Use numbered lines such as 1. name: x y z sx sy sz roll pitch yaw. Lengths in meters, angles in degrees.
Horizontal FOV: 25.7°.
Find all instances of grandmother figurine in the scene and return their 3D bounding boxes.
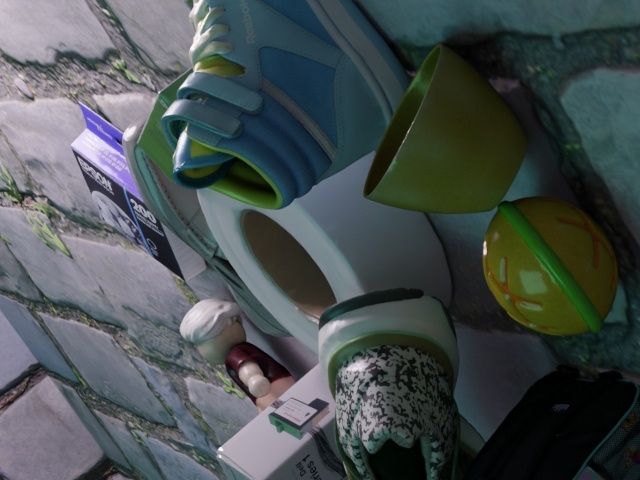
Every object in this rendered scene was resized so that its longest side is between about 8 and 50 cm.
1. grandmother figurine: -0.065 0.205 1.875 0.342 0.104 0.208 45 171 23

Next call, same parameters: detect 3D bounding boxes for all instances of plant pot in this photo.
1. plant pot: 0.106 -0.074 1.098 0.095 0.134 0.134 25 159 -6

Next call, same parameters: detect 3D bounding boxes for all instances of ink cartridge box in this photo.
1. ink cartridge box: -0.112 -0.141 1.410 0.062 0.109 0.209 48 159 2
2. ink cartridge box: 0.003 0.252 1.680 0.092 0.219 0.160 29 150 44
3. ink cartridge box: -0.256 -0.064 1.909 0.206 0.045 0.208 34 152 36

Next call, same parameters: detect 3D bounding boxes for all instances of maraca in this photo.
1. maraca: 0.184 0.022 1.125 0.127 0.099 0.186 57 -175 9

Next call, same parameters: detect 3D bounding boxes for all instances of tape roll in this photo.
1. tape roll: 0.000 0.000 1.436 0.286 0.100 0.286 40 157 21

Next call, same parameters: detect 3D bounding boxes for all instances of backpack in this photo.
1. backpack: 0.217 0.222 1.255 0.144 0.188 0.166 57 157 -17

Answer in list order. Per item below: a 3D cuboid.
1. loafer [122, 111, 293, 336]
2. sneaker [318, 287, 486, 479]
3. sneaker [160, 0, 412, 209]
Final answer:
1. loafer: -0.101 -0.019 1.605 0.319 0.112 0.111 49 155 -20
2. sneaker: 0.082 0.237 1.357 0.410 0.158 0.182 68 -163 -44
3. sneaker: -0.087 -0.166 1.184 0.319 0.208 0.127 49 160 5
